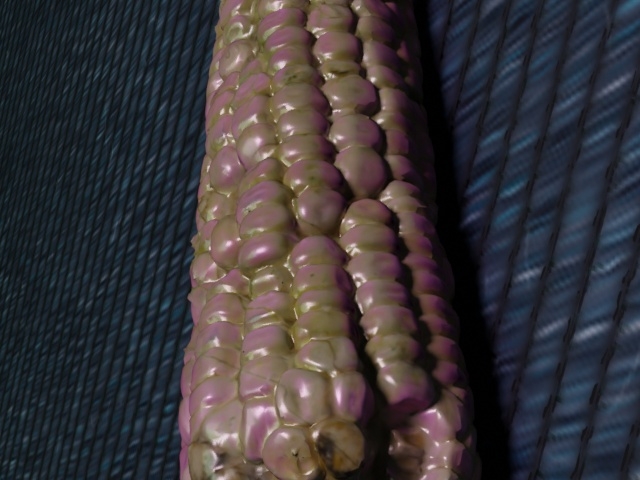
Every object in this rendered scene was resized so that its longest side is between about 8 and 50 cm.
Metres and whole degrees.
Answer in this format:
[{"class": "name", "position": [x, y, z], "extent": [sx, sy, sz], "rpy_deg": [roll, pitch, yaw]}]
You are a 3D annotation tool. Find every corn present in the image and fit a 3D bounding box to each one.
[{"class": "corn", "position": [-0.002, -0.001, 0.752], "extent": [0.127, 0.126, 0.335], "rpy_deg": [122, 154, -44]}]
